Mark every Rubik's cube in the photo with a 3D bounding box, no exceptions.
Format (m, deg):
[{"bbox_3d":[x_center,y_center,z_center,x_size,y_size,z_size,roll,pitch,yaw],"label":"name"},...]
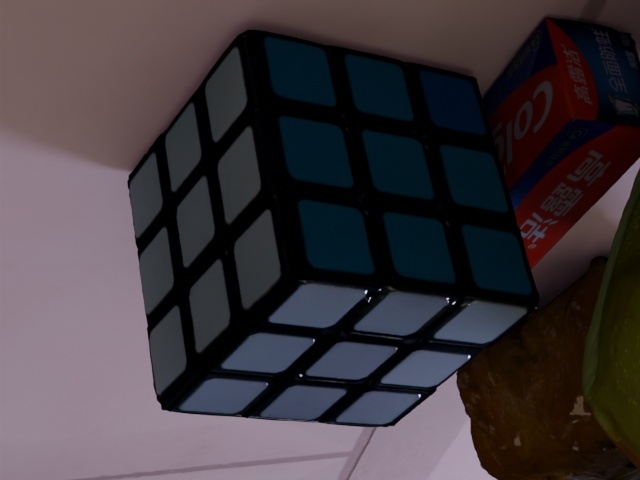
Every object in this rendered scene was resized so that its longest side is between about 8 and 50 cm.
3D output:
[{"bbox_3d":[0.000,0.000,0.792,0.161,0.162,0.163,8,144,-32],"label":"Rubik's cube"}]

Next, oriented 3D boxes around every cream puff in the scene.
[{"bbox_3d":[0.232,0.117,1.085,0.241,0.154,0.269,3,149,-23],"label":"cream puff"}]

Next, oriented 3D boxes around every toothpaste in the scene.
[{"bbox_3d":[0.098,-0.009,0.896,0.066,0.076,0.320,5,146,-22],"label":"toothpaste"}]

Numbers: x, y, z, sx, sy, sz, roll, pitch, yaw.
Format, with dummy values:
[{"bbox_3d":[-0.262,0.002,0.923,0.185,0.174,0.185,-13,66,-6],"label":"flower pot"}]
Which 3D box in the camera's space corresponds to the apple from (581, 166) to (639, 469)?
[{"bbox_3d":[0.312,0.000,0.710,0.384,0.374,0.374,-30,149,1],"label":"apple"}]
